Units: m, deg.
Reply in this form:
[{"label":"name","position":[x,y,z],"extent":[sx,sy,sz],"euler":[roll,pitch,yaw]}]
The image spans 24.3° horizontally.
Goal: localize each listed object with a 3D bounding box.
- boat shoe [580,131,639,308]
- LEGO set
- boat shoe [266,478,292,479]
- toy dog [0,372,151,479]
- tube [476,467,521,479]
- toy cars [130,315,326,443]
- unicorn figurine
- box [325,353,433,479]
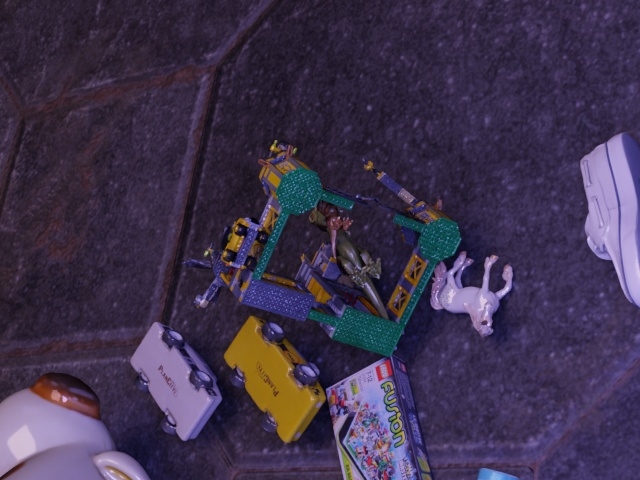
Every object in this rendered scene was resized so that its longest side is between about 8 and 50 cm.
[{"label":"boat shoe","position":[0.369,-0.014,1.828],"extent":[0.084,0.095,0.258],"euler":[-28,40,31]},{"label":"LEGO set","position":[0.000,0.000,1.975],"extent":[0.192,0.331,0.255],"euler":[44,120,59]},{"label":"boat shoe","position":[-0.032,0.376,1.902],"extent":[0.116,0.099,0.319],"euler":[-57,29,1]},{"label":"toy dog","position":[-0.384,0.378,2.042],"extent":[0.284,0.395,0.408],"euler":[-54,24,23]},{"label":"tube","position":[0.187,0.378,1.780],"extent":[0.080,0.052,0.207],"euler":[157,133,-72]},{"label":"toy cars","position":[-0.123,0.202,2.124],"extent":[0.393,0.087,0.176],"euler":[-6,74,43]},{"label":"unicorn figurine","position":[0.202,0.072,1.940],"extent":[0.162,0.060,0.111],"euler":[-6,58,60]},{"label":"box","position":[0.078,0.263,1.948],"extent":[0.114,0.036,0.207],"euler":[-31,50,23]}]
